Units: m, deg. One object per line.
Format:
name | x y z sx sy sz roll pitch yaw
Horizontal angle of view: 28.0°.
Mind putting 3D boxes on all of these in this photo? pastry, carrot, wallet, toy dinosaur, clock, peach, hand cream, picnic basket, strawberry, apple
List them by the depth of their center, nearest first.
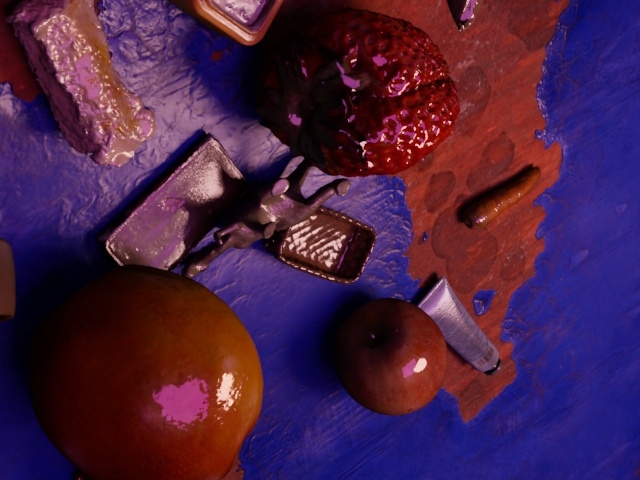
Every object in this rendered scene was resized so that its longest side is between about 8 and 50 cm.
pastry | -0.304 -0.214 1.653 0.121 0.089 0.258 -41 131 -22
clock | -0.105 -0.381 1.738 0.143 0.096 0.202 29 91 -47
peach | -0.231 0.194 1.741 0.332 0.308 0.308 44 78 -8
wallet | -0.210 -0.039 1.853 0.232 0.031 0.122 -46 128 -16
strawberry | 0.064 -0.217 1.855 0.288 0.238 0.250 -31 106 -39
toy dinosaur | -0.085 -0.039 1.882 0.294 0.162 0.077 -30 98 -21
picnic basket | 0.000 0.000 2.025 0.193 0.055 0.110 22 94 -43
apple | 0.118 0.195 2.125 0.188 0.188 0.174 -45 142 -14
carrot | 0.326 -0.076 2.265 0.191 0.047 0.047 -32 127 -25
hand cream | 0.255 0.162 2.312 0.088 0.055 0.256 -46 130 -3

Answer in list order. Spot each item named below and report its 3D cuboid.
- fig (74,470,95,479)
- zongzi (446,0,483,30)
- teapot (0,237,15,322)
fig | -0.295 0.331 1.906 0.128 0.150 0.128 13 68 -33
zongzi | 0.054 -0.553 1.525 0.499 0.218 0.467 20 75 -24
teapot | -0.467 0.020 1.584 0.267 0.185 0.175 18 66 -72
